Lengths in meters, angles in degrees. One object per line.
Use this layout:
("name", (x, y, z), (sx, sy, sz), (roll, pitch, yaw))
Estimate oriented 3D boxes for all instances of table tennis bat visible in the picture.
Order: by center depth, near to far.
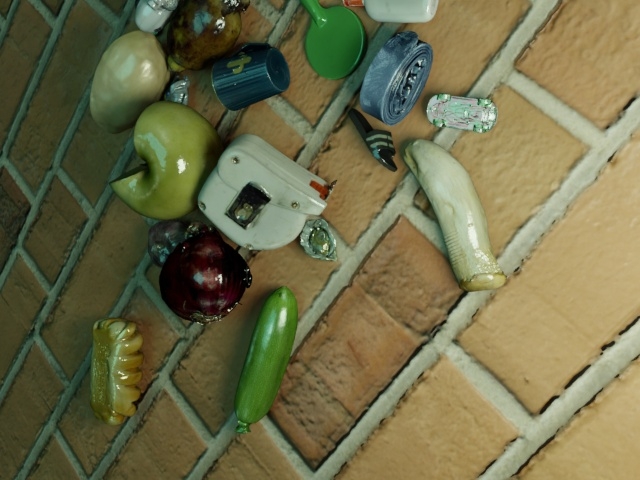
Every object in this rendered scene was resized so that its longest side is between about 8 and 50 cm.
("table tennis bat", (0.013, -0.496, 1.544), (0.160, 0.039, 0.257), (-36, 77, 30))

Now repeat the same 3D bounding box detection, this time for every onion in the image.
("onion", (-0.281, 0.092, 1.630), (0.281, 0.221, 0.280), (-175, 90, -74))

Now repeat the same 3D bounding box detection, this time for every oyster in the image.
("oyster", (0.001, 0.000, 1.573), (0.098, 0.037, 0.100), (5, 73, 16))

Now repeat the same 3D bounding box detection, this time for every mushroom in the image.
("mushroom", (0.270, -0.056, 1.347), (0.123, 0.095, 0.351), (-38, 68, 48))

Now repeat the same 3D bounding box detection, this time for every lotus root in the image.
("lotus root", (-0.302, -0.536, 1.692), (0.314, 0.141, 0.169), (-41, 68, 29))

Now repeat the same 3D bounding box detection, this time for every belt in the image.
("belt", (0.163, -0.338, 1.380), (0.082, 0.141, 0.190), (35, 108, 27))

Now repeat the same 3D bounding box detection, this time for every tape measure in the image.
("tape measure", (-0.136, -0.102, 1.545), (0.258, 0.130, 0.265), (33, 121, -9))

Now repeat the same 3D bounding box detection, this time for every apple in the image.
("apple", (-0.365, -0.184, 1.674), (0.233, 0.258, 0.295), (44, 117, 10))

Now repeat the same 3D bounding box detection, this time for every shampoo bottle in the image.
("shampoo bottle", (0.149, -0.529, 1.438), (0.221, 0.051, 0.108), (13, 101, 33))

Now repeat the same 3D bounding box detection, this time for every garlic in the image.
("garlic", (-0.411, 0.013, 1.806), (0.159, 0.102, 0.147), (37, 110, 27))

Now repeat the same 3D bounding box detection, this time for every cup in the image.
("cup", (-0.163, -0.416, 1.624), (0.155, 0.131, 0.176), (-8, 62, 30))

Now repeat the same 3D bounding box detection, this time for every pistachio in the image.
("pistachio", (-0.527, -0.438, 1.823), (0.187, 0.187, 0.299), (47, 112, 24))

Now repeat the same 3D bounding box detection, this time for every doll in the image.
("doll", (-0.405, -0.373, 1.817), (0.194, 0.062, 0.104), (-53, 26, 31))

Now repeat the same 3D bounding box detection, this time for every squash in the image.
("squash", (-0.135, 0.302, 1.624), (0.107, 0.107, 0.395), (26, 104, 31))

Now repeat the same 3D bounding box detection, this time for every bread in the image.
("bread", (-0.592, 0.379, 1.928), (0.173, 0.121, 0.311), (9, 96, 37))

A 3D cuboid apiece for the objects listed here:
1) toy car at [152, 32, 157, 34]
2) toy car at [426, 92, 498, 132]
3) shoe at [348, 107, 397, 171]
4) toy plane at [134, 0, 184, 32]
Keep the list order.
("toy car", (-0.479, -0.640, 1.876), (0.059, 0.035, 0.121), (-15, 91, 34))
("toy car", (0.289, -0.260, 1.349), (0.142, 0.055, 0.069), (13, 107, 23))
("shoe", (0.125, -0.233, 1.455), (0.049, 0.071, 0.179), (-40, 65, 24))
("toy plane", (-0.399, -0.650, 1.728), (0.117, 0.244, 0.245), (42, 118, -11))
